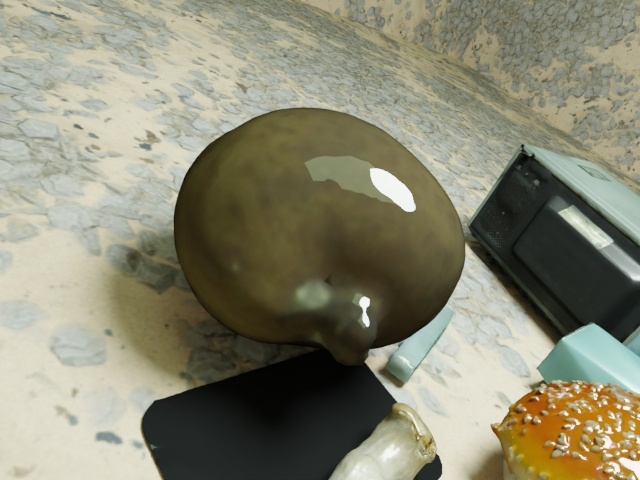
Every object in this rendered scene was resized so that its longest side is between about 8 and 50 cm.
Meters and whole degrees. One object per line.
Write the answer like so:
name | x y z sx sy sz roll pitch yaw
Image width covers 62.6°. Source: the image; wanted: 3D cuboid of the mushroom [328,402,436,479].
mushroom | 0.036 0.206 0.437 0.059 0.054 0.202 42 37 20

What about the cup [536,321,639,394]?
cup | 0.383 0.218 0.634 0.134 0.148 0.236 -20 48 -19

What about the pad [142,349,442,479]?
pad | -0.012 0.185 0.481 0.267 0.004 0.181 -5 43 -45

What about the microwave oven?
microwave oven | 0.471 0.031 0.908 0.286 0.218 0.355 4 38 -34

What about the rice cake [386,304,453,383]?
rice cake | 0.127 0.122 0.667 0.042 0.030 0.180 35 29 16

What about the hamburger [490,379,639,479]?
hamburger | 0.279 0.228 0.491 0.236 0.147 0.237 6 35 -4

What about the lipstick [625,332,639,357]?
lipstick | 0.430 0.168 0.718 0.048 0.158 0.048 21 30 -13

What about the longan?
longan | 0.000 0.000 0.543 0.300 0.243 0.300 5 43 -5
